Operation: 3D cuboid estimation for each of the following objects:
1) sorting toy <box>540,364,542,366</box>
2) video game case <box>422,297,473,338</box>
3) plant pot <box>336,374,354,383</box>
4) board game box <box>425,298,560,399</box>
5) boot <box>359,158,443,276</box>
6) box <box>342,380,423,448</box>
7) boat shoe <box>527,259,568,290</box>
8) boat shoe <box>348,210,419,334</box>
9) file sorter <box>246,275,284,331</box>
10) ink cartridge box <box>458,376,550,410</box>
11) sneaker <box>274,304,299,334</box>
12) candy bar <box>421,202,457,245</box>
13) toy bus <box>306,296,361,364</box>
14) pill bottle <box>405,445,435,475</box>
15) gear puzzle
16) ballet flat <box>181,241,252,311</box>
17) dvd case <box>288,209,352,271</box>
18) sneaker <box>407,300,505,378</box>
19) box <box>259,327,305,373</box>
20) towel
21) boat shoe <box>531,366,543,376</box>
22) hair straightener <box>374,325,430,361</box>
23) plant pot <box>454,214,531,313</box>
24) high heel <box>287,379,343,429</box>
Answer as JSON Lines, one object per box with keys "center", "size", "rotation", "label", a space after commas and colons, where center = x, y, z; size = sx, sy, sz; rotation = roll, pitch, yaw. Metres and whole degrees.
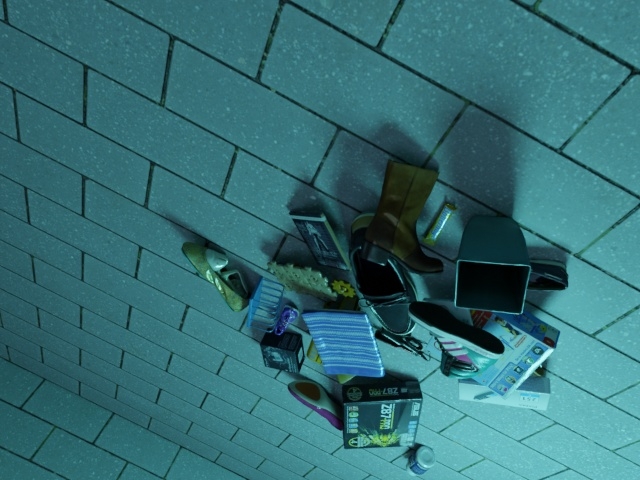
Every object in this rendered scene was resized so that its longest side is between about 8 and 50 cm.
{"center": [0.707, 0.373, 1.482], "size": [0.083, 0.075, 0.045], "rotation": [39, 132, -14], "label": "sorting toy"}
{"center": [0.404, 0.251, 1.417], "size": [0.143, 0.019, 0.157], "rotation": [-1, 119, 39], "label": "video game case"}
{"center": [0.104, 0.488, 1.796], "size": [0.095, 0.134, 0.134], "rotation": [55, 131, 7], "label": "plant pot"}
{"center": [0.532, 0.318, 1.441], "size": [0.301, 0.086, 0.308], "rotation": [32, 135, 17], "label": "board game box"}
{"center": [0.260, -0.057, 1.239], "size": [0.263, 0.096, 0.281], "rotation": [17, 97, -10], "label": "boot"}
{"center": [0.250, 0.745, 1.912], "size": [0.317, 0.097, 0.395], "rotation": [-3, 130, -2], "label": "box"}
{"center": [0.573, 0.106, 1.306], "size": [0.254, 0.079, 0.095], "rotation": [6, 131, 17], "label": "boat shoe"}
{"center": [0.197, 0.143, 1.437], "size": [0.186, 0.156, 0.501], "rotation": [-4, 128, 22], "label": "boat shoe"}
{"center": [-0.206, 0.245, 1.707], "size": [0.104, 0.118, 0.170], "rotation": [16, 133, 3], "label": "file sorter"}
{"center": [0.656, 0.563, 1.639], "size": [0.295, 0.066, 0.261], "rotation": [1, 139, 20], "label": "ink cartridge box"}
{"center": [-0.134, 0.317, 1.769], "size": [0.068, 0.071, 0.170], "rotation": [26, 132, -1], "label": "sneaker"}
{"center": [0.344, -0.047, 1.309], "size": [0.040, 0.018, 0.162], "rotation": [22, 134, 2], "label": "candy bar"}
{"center": [0.048, 0.334, 1.688], "size": [0.130, 0.108, 0.333], "rotation": [21, 134, 5], "label": "toy bus"}
{"center": [0.467, 1.050, 2.139], "size": [0.094, 0.094, 0.170], "rotation": [23, 133, 2], "label": "pill bottle"}
{"center": [-0.024, 0.130, 1.535], "size": [0.338, 0.044, 0.176], "rotation": [6, 140, 38], "label": "gear puzzle"}
{"center": [-0.366, 0.120, 1.678], "size": [0.123, 0.123, 0.349], "rotation": [-16, 120, 32], "label": "ballet flat"}
{"center": [0.000, 0.000, 1.433], "size": [0.164, 0.018, 0.221], "rotation": [9, 135, 51], "label": "dvd case"}
{"center": [0.385, 0.318, 1.386], "size": [0.295, 0.123, 0.179], "rotation": [28, 124, 18], "label": "sneaker"}
{"center": [-0.156, 0.462, 1.887], "size": [0.158, 0.093, 0.156], "rotation": [8, 131, 16], "label": "box"}
{"center": [0.084, 0.370, 1.598], "size": [0.243, 0.040, 0.336], "rotation": [-2, 128, 24], "label": "towel"}
{"center": [0.659, 0.387, 1.519], "size": [0.207, 0.073, 0.073], "rotation": [44, 131, -8], "label": "boat shoe"}
{"center": [0.315, 0.378, 1.659], "size": [0.230, 0.047, 0.089], "rotation": [32, 133, -7], "label": "hair straightener"}
{"center": [0.448, 0.045, 1.196], "size": [0.165, 0.234, 0.166], "rotation": [4, 129, 17], "label": "plant pot"}
{"center": [-0.007, 0.766, 2.055], "size": [0.377, 0.127, 0.181], "rotation": [29, 123, -8], "label": "high heel"}
